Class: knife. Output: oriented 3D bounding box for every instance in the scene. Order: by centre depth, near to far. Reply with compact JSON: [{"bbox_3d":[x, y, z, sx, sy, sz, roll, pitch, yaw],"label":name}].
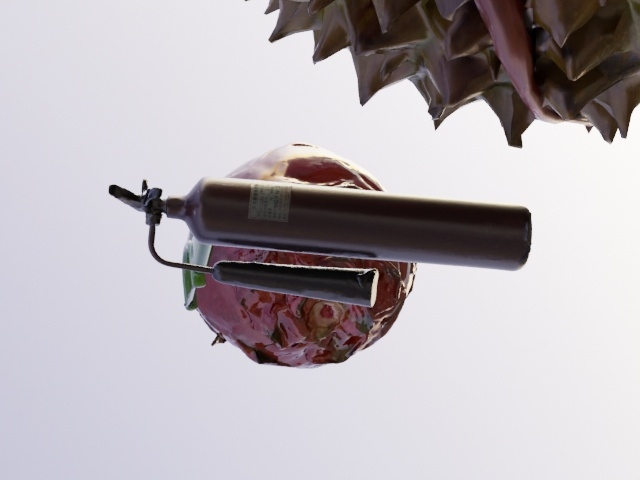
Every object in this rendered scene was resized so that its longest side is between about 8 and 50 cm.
[{"bbox_3d":[-0.086,-0.003,0.875,0.212,0.015,0.054,118,149,-69],"label":"knife"}]

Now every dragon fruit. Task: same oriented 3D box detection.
[{"bbox_3d":[-0.020,0.018,1.210,0.252,0.241,0.241,-50,-56,-58],"label":"dragon fruit"}]

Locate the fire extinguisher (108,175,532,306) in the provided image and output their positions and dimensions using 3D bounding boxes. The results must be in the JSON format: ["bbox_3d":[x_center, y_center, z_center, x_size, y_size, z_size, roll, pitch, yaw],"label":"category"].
[{"bbox_3d":[0.000,0.000,0.510,0.035,0.173,0.049,-89,5,-63],"label":"fire extinguisher"}]

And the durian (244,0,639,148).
[{"bbox_3d":[0.122,-0.202,0.439,0.348,0.384,0.347,55,-179,-2],"label":"durian"}]
